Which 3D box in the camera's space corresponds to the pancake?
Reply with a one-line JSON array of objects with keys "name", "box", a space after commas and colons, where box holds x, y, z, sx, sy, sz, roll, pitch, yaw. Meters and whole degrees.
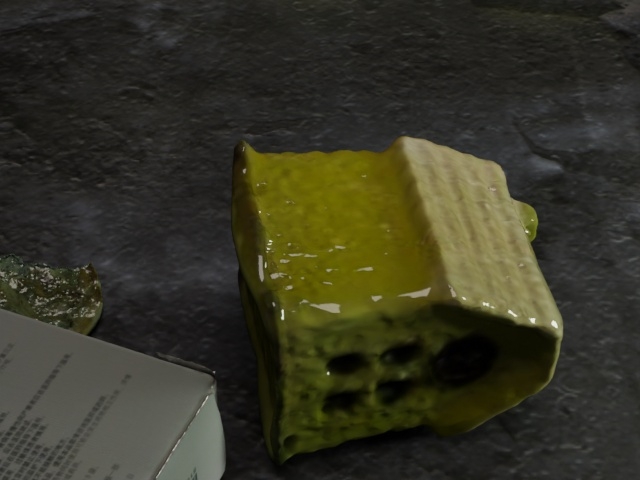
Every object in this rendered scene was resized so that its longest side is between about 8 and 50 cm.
[{"name": "pancake", "box": [-0.236, 0.054, 1.176, 0.129, 0.023, 0.116, 7, 46, 7]}]

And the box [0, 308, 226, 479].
[{"name": "box", "box": [-0.239, 0.150, 1.012, 0.299, 0.106, 0.200, 15, 45, 18]}]

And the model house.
[{"name": "model house", "box": [0.058, 0.027, 1.089, 0.234, 0.175, 0.193, -10, 43, -5]}]
